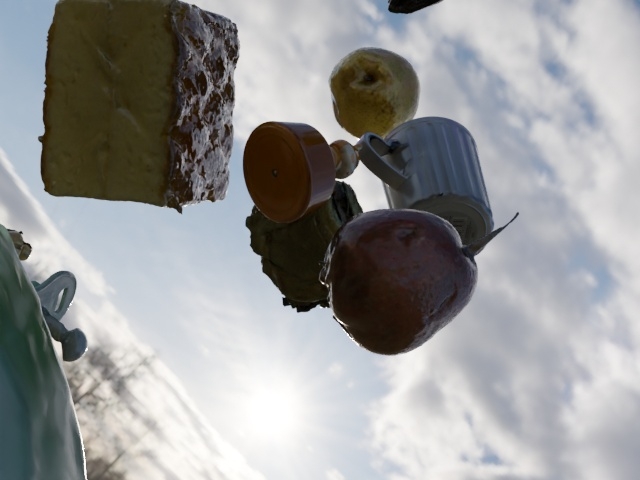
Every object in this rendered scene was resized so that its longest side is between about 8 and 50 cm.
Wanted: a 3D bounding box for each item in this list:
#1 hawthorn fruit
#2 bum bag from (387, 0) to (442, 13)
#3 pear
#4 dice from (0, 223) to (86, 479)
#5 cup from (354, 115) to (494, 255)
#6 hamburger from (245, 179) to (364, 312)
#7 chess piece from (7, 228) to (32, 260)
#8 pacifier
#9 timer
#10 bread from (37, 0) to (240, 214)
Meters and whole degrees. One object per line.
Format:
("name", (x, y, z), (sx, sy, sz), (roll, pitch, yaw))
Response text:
("hawthorn fruit", (0.086, 0.038, 0.876), (0.189, 0.149, 0.149), (-2, -42, 22))
("bum bag", (0.197, -0.398, 1.348), (0.248, 0.102, 0.069), (-3, -35, 42))
("pear", (0.090, -0.255, 1.609), (0.178, 0.178, 0.178), (37, -22, 18))
("dice", (-0.311, 0.129, 0.478), (0.297, 0.300, 0.287), (-86, 163, -73))
("cup", (0.155, -0.075, 1.452), (0.221, 0.202, 0.166), (3, -51, -7))
("hamburger", (0.000, 0.000, 1.382), (0.183, 0.130, 0.206), (-19, -81, 32))
("chess piece", (-0.452, -0.012, 1.191), (0.172, 0.060, 0.060), (25, -6, -38))
("pacifier", (-0.328, 0.108, 1.100), (0.117, 0.150, 0.126), (35, -63, 11))
("timer", (-0.005, -0.100, 1.224), (0.132, 0.152, 0.132), (18, -65, 44))
("bread", (-0.249, -0.193, 1.311), (0.207, 0.279, 0.279), (6, 9, 12))
